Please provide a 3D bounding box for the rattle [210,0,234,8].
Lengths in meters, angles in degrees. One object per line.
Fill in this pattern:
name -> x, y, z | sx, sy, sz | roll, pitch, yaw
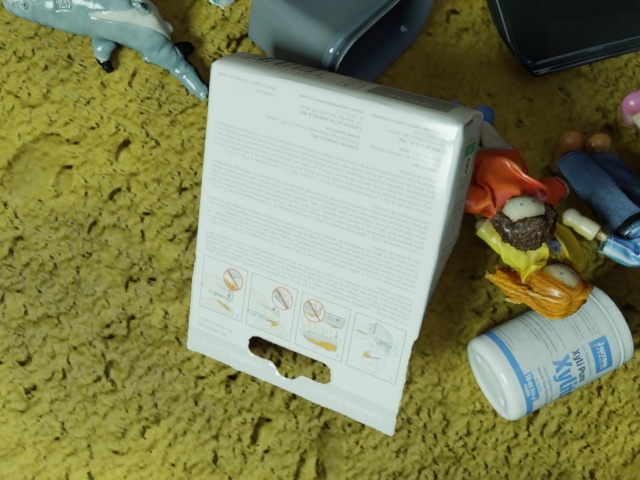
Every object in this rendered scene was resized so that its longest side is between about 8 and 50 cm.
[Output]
rattle -> -0.082, -0.296, 0.623 | 0.130, 0.143, 0.200 | -38, 105, 26

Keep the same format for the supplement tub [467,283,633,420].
supplement tub -> 0.174, 0.085, 0.608 | 0.107, 0.071, 0.071 | -25, 89, -8

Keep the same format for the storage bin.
storage bin -> 0.013, -0.169, 0.598 | 0.091, 0.098, 0.135 | 39, 62, 12

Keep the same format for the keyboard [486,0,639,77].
keyboard -> 0.284, -0.260, 0.644 | 0.317, 0.033, 0.202 | -14, 81, 3

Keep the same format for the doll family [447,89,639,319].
doll family -> 0.204, -0.016, 0.583 | 0.263, 0.118, 0.163 | -8, 44, -11

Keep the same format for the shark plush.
shark plush -> -0.156, -0.161, 0.609 | 0.161, 0.073, 0.067 | 31, 102, -25

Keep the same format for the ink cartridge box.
ink cartridge box -> 0.000, 0.000, 0.548 | 0.181, 0.056, 0.225 | 19, 117, 23
